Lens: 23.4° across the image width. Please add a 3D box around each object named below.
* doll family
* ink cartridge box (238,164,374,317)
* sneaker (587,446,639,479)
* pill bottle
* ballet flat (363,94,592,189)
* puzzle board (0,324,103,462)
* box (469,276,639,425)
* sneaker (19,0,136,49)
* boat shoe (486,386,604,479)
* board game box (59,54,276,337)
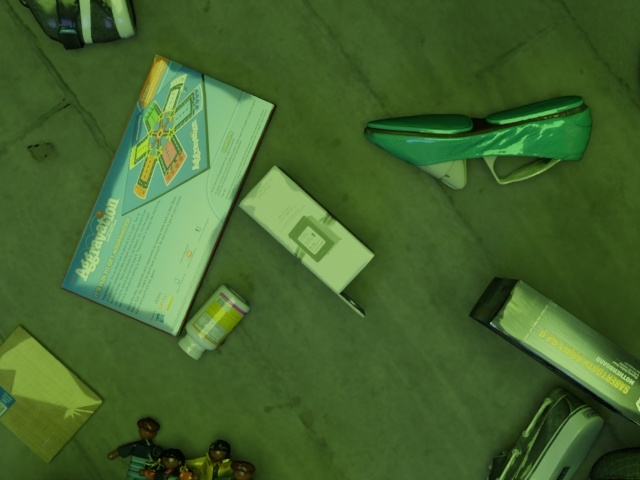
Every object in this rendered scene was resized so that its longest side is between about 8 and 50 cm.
[{"bbox_3d":[-0.147,0.262,1.699,0.193,0.076,0.111,8,97,5],"label":"doll family"},{"bbox_3d":[0.000,0.000,1.668,0.180,0.104,0.060,42,92,0],"label":"ink cartridge box"},{"bbox_3d":[0.469,0.181,1.607,0.483,0.185,0.202,-17,74,-21],"label":"sneaker"},{"bbox_3d":[-0.119,0.091,1.706,0.043,0.043,0.083,42,93,0],"label":"pill bottle"},{"bbox_3d":[0.173,-0.099,1.673,0.247,0.083,0.087,-6,106,4],"label":"ballet flat"},{"bbox_3d":[-0.322,0.173,1.733,0.128,0.011,0.096,42,94,1],"label":"puzzle board"},{"bbox_3d":[0.253,0.110,1.599,0.183,0.231,0.056,33,89,0],"label":"box"},{"bbox_3d":[-0.283,-0.316,1.679,0.121,0.079,0.216,-13,93,1],"label":"sneaker"},{"bbox_3d":[0.223,0.262,1.691,0.070,0.078,0.219,40,100,33],"label":"boat shoe"},{"bbox_3d":[-0.169,-0.049,1.711,0.145,0.027,0.281,23,93,0],"label":"board game box"}]
